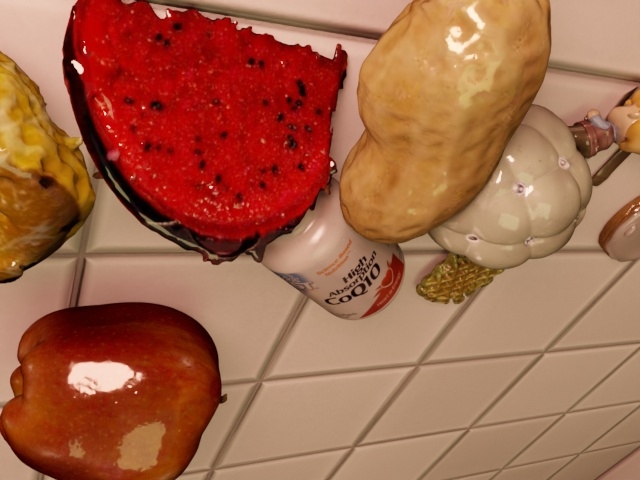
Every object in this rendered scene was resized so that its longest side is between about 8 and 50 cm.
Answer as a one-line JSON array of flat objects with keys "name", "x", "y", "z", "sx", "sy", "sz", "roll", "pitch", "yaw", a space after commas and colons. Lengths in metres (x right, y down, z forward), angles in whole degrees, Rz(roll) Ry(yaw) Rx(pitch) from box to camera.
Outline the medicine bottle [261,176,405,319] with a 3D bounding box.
[{"name": "medicine bottle", "x": 0.000, "y": 0.000, "z": 1.005, "sx": 0.157, "sy": 0.157, "sz": 0.289, "roll": -33, "pitch": 142, "yaw": 13}]

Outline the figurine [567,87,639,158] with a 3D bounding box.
[{"name": "figurine", "x": 0.466, "y": -0.176, "z": 1.098, "sx": 0.196, "sy": 0.108, "sz": 0.114, "roll": -10, "pitch": 135, "yaw": 12}]

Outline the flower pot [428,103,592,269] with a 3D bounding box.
[{"name": "flower pot", "x": 0.245, "y": -0.081, "z": 0.970, "sx": 0.195, "sy": 0.246, "sz": 0.246, "roll": 12, "pitch": 131, "yaw": -38}]

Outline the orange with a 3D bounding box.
[{"name": "orange", "x": -0.381, "y": -0.101, "z": 0.626, "sx": 0.271, "sy": 0.210, "sz": 0.369, "roll": -17, "pitch": 149, "yaw": 33}]

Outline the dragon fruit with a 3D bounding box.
[{"name": "dragon fruit", "x": -0.133, "y": -0.114, "z": 0.790, "sx": 0.344, "sy": 0.282, "sz": 0.100, "roll": 7, "pitch": 175, "yaw": -35}]

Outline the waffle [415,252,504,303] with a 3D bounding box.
[{"name": "waffle", "x": 0.278, "y": 0.063, "z": 1.331, "sx": 0.169, "sy": 0.036, "sz": 0.183, "roll": 16, "pitch": 131, "yaw": -44}]

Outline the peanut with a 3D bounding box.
[{"name": "peanut", "x": 0.128, "y": -0.142, "z": 0.802, "sx": 0.192, "sy": 0.169, "sz": 0.387, "roll": -1, "pitch": 133, "yaw": -23}]

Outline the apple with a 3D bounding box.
[{"name": "apple", "x": -0.304, "y": 0.235, "z": 1.046, "sx": 0.317, "sy": 0.288, "sz": 0.288, "roll": 12, "pitch": 133, "yaw": -20}]

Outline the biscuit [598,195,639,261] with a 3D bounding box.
[{"name": "biscuit", "x": 0.668, "y": -0.031, "z": 1.412, "sx": 0.181, "sy": 0.049, "sz": 0.208, "roll": 14, "pitch": 131, "yaw": -41}]

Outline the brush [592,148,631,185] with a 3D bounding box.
[{"name": "brush", "x": 0.542, "y": -0.158, "z": 1.203, "sx": 0.034, "sy": 0.027, "sz": 0.190, "roll": 9, "pitch": 134, "yaw": -33}]
